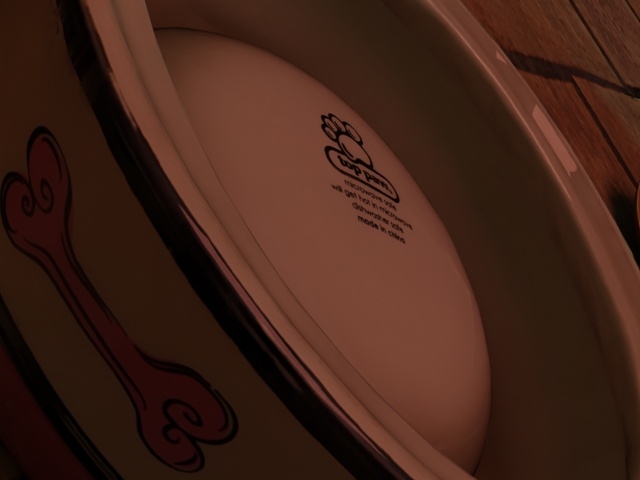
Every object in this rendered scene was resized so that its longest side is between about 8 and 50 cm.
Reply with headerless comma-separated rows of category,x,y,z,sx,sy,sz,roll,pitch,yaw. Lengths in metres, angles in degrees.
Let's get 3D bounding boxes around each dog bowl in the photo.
dog bowl,0.000,0.000,0.528,0.408,0.150,0.408,37,32,-28

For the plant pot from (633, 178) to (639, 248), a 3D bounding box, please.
plant pot,0.439,0.007,1.262,0.236,0.032,0.236,13,59,-23
